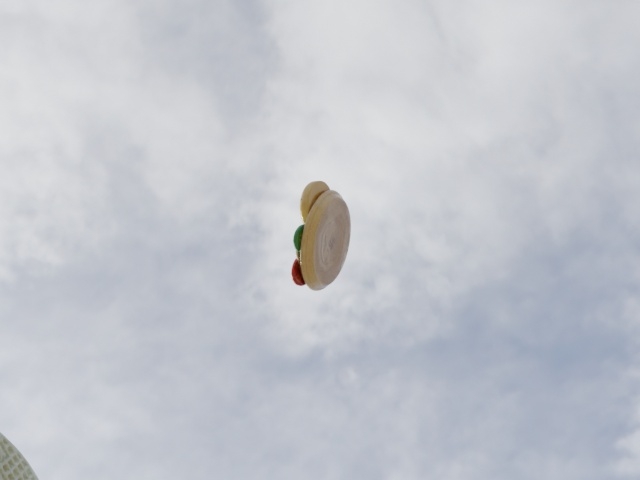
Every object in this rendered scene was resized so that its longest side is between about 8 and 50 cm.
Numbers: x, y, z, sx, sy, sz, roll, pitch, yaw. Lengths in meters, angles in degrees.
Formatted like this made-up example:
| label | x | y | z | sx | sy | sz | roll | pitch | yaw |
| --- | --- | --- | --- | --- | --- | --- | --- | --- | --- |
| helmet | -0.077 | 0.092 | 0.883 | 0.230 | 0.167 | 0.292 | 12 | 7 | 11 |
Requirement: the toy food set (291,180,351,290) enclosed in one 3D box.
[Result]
| label | x | y | z | sx | sy | sz | roll | pitch | yaw |
| --- | --- | --- | --- | --- | --- | --- | --- | --- | --- |
| toy food set | 0.000 | 0.000 | 0.785 | 0.020 | 0.083 | 0.083 | 10 | -105 | 24 |

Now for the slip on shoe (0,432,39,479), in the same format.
| label | x | y | z | sx | sy | sz | roll | pitch | yaw |
| --- | --- | --- | --- | --- | --- | --- | --- | --- | --- |
| slip on shoe | -0.347 | 0.171 | 0.742 | 0.101 | 0.123 | 0.331 | -33 | -46 | 29 |
